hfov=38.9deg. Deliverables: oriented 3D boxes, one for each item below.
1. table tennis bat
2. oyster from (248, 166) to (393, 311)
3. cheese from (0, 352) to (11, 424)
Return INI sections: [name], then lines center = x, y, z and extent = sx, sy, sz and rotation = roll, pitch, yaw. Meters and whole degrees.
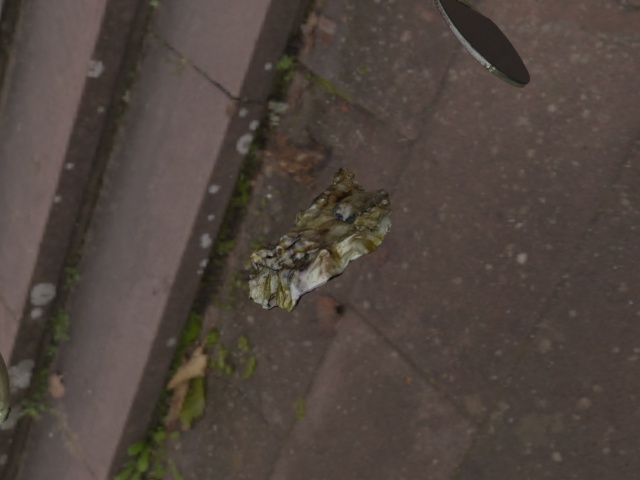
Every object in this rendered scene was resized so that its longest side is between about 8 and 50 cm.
[table tennis bat]
center = 0.186, -0.280, 1.127
extent = 0.022, 0.138, 0.247
rotation = -46, 47, 29
[oyster]
center = 0.000, 0.000, 1.081
extent = 0.083, 0.214, 0.223
rotation = 50, 167, -15
[cheese]
center = -0.364, 0.090, 0.783
extent = 0.227, 0.064, 0.137
rotation = 38, 116, 15
